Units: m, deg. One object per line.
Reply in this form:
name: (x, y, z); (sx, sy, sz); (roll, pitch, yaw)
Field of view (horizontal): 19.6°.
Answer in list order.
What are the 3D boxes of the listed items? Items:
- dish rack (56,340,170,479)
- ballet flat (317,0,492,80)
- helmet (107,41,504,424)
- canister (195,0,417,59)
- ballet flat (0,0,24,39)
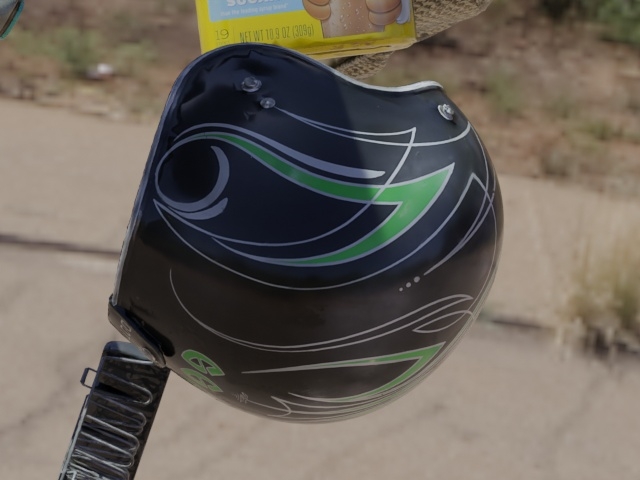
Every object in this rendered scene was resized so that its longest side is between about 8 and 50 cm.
dish rack: (-0.205, 0.230, 1.598); (0.074, 0.208, 0.271); (18, 34, -3)
ballet flat: (0.014, -0.232, 1.757); (0.182, 0.164, 0.483); (-22, 4, -17)
helmet: (0.000, 0.000, 0.839); (0.161, 0.169, 0.169); (17, 17, 1)
canister: (-0.015, -0.183, 1.003); (0.126, 0.170, 0.073); (-7, 1, 7)
ballet flat: (-0.297, -0.212, 1.606); (0.068, 0.072, 0.213); (29, 1, -14)
